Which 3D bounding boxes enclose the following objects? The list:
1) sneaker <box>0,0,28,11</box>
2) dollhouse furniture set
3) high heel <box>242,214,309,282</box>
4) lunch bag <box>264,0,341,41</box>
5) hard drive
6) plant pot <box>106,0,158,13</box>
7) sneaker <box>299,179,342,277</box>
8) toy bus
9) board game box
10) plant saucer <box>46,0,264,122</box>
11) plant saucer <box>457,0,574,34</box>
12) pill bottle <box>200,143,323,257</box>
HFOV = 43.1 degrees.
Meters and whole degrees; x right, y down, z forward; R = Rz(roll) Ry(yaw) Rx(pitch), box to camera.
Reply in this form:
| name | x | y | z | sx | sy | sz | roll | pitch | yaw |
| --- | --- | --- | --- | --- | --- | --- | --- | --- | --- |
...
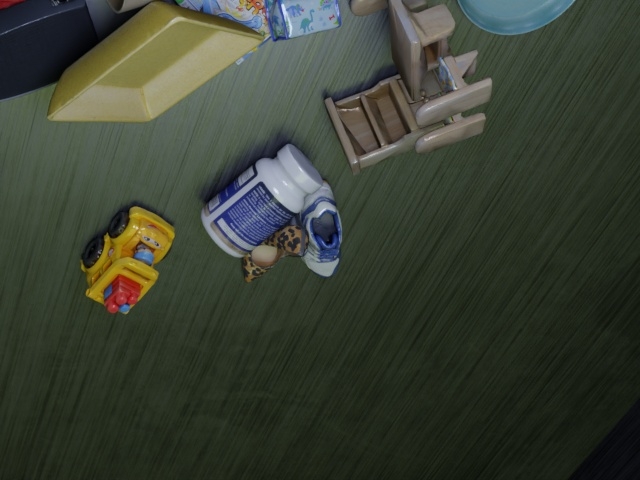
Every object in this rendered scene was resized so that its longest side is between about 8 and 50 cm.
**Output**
| name | x | y | z | sx | sy | sz | roll | pitch | yaw |
| --- | --- | --- | --- | --- | --- | --- | --- | --- | --- |
| sneaker | -0.619 | -0.465 | 1.457 | 0.221 | 0.087 | 0.128 | 31 | 113 | -32 |
| dollhouse furniture set | 0.139 | -0.324 | 1.628 | 0.257 | 0.361 | 0.394 | -22 | 160 | -1 |
| high heel | -0.116 | 0.046 | 1.948 | 0.093 | 0.186 | 0.261 | 16 | 122 | -27 |
| lunch bag | -0.041 | -0.480 | 1.594 | 0.129 | 0.096 | 0.151 | -19 | 105 | -22 |
| hard drive | -0.541 | -0.360 | 1.520 | 0.255 | 0.054 | 0.172 | -28 | 147 | -17 |
| plant pot | -0.248 | -0.546 | 1.419 | 0.274 | 0.256 | 0.256 | -15 | 132 | -23 |
| sneaker | 0.000 | 0.000 | 1.984 | 0.112 | 0.131 | 0.296 | -16 | 132 | -6 |
| toy bus | -0.438 | 0.064 | 1.856 | 0.149 | 0.211 | 0.220 | 34 | 111 | -33 |
| board game box | -0.181 | -0.465 | 1.615 | 0.136 | 0.035 | 0.201 | -37 | 129 | 15 |
| plant saucer | -0.316 | -0.340 | 1.530 | 0.333 | 0.080 | 0.333 | -30 | 175 | 23 |
| plant saucer | 0.422 | -0.586 | 1.689 | 0.318 | 0.043 | 0.317 | -8 | 129 | -10 |
| pill bottle | -0.132 | -0.093 | 1.853 | 0.265 | 0.153 | 0.153 | -38 | 128 | 16 |
